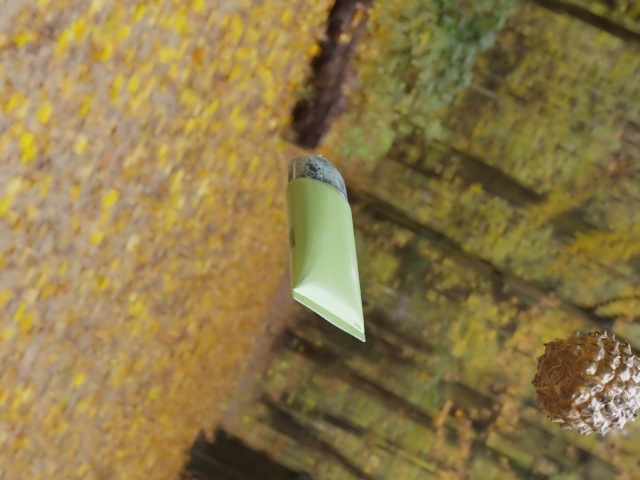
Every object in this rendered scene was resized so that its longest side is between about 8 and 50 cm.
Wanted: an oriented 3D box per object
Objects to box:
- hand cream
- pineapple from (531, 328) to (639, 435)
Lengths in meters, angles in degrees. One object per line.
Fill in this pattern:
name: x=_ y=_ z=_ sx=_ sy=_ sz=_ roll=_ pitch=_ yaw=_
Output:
hand cream: x=0.000 y=0.000 z=1.236 sx=0.046 sy=0.095 sz=0.175 roll=-28 pitch=-134 yaw=29
pineapple: x=0.426 y=0.220 z=2.155 sx=0.166 sy=0.193 sz=0.166 roll=-29 pitch=-127 yaw=47
